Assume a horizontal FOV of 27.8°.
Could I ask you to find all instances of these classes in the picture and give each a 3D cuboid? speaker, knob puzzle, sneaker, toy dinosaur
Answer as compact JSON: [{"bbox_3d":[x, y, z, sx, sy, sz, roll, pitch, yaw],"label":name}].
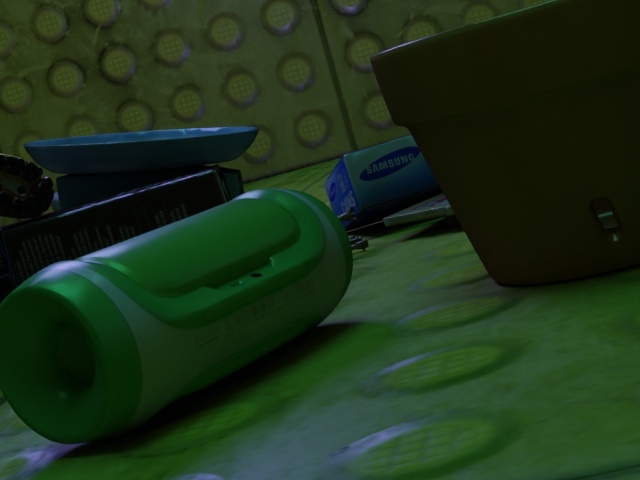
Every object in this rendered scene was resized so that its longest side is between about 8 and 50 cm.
[{"bbox_3d":[-0.096,0.046,0.950,0.131,0.131,0.296,-11,7,35],"label":"speaker"},{"bbox_3d":[0.197,-0.047,1.463,0.213,0.030,0.213,-16,5,2],"label":"knob puzzle"},{"bbox_3d":[-0.430,-0.078,1.527,0.225,0.088,0.092,26,-14,-13],"label":"sneaker"},{"bbox_3d":[0.000,0.000,1.443,0.092,0.053,0.183,-18,6,-5],"label":"toy dinosaur"}]

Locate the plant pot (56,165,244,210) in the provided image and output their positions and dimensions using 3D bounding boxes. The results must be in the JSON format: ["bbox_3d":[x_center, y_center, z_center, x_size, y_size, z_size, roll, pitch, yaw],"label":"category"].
[{"bbox_3d":[-0.218,-0.027,1.761,0.234,0.166,0.165,-9,6,1],"label":"plant pot"}]

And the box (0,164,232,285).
[{"bbox_3d":[-0.287,0.022,1.590,0.381,0.143,0.191,-18,6,-2],"label":"box"}]

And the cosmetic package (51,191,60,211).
[{"bbox_3d":[-0.311,-0.049,2.066,0.197,0.155,0.365,-28,10,-11],"label":"cosmetic package"}]

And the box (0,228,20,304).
[{"bbox_3d":[-0.431,0.092,1.286,0.270,0.143,0.165,-11,9,43],"label":"box"}]

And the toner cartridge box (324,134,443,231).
[{"bbox_3d":[0.188,-0.105,1.652,0.347,0.075,0.165,-17,-8,-11],"label":"toner cartridge box"}]

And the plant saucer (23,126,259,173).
[{"bbox_3d":[-0.240,-0.123,1.753,0.317,0.044,0.317,-4,7,1],"label":"plant saucer"}]

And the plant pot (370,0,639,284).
[{"bbox_3d":[0.204,-0.089,1.020,0.290,0.204,0.291,-15,6,2],"label":"plant pot"}]
